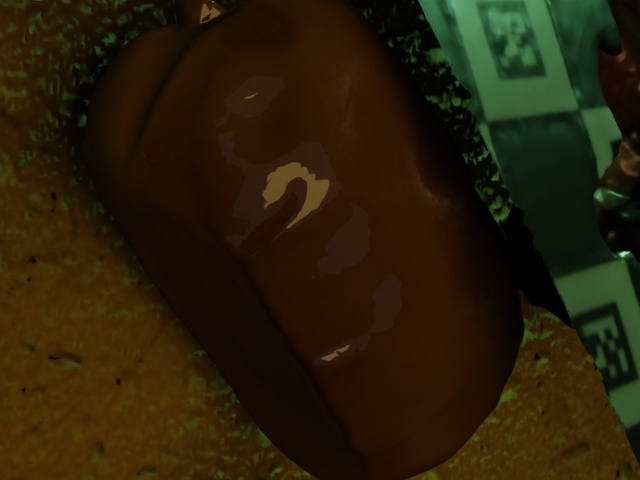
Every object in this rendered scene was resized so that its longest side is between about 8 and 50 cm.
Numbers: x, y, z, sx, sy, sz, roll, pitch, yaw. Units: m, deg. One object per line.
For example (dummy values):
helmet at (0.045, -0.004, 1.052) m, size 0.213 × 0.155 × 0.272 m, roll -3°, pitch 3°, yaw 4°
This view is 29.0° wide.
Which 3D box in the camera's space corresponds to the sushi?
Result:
sushi at (0.141, -0.067, 0.585) m, size 0.320 × 0.069 × 0.339 m, roll -35°, pitch 101°, yaw -44°

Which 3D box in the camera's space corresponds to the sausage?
sausage at (-0.001, 0.000, 0.527) m, size 0.136 × 0.120 × 0.241 m, roll -51°, pitch 125°, yaw -22°
